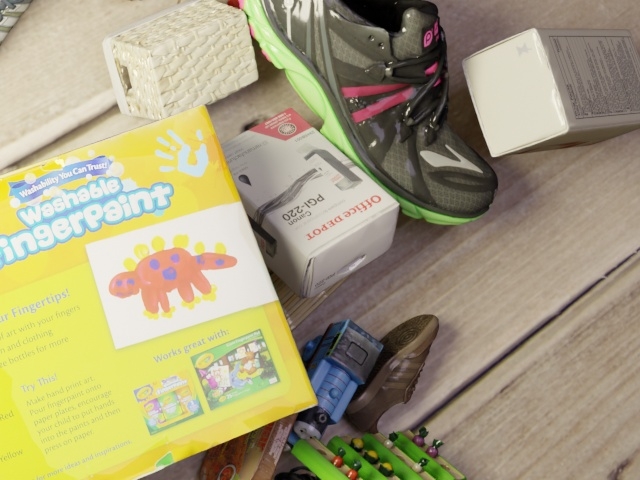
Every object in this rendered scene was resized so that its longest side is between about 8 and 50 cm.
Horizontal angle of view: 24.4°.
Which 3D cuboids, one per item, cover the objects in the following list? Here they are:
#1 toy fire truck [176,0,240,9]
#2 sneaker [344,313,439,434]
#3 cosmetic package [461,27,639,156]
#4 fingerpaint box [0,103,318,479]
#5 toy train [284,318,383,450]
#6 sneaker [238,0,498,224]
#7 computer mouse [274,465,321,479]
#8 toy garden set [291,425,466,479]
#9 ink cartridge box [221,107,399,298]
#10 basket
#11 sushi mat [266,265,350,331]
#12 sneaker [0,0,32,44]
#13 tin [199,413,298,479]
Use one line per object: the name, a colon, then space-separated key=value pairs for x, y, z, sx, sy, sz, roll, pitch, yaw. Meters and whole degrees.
toy fire truck: x=-0.177 y=-0.338 z=1.960 sx=0.192 sy=0.047 sz=0.135 roll=-24 pitch=91 yaw=-29
sneaker: x=0.100 y=0.179 z=1.983 sx=0.188 sy=0.066 sz=0.071 roll=-44 pitch=116 yaw=-23
cosmetic package: x=0.344 y=-0.211 z=2.091 sx=0.296 sy=0.129 sz=0.153 roll=-8 pitch=80 yaw=-53
fingerpaint box: x=-0.283 y=0.095 z=1.678 sx=0.445 sy=0.163 sz=0.371 roll=-22 pitch=92 yaw=-15
toy train: x=0.002 y=0.188 z=1.895 sx=0.080 sy=0.105 sz=0.184 roll=38 pitch=64 yaw=-15
sneaker: x=0.093 y=-0.211 z=1.940 sx=0.483 sy=0.202 sz=0.185 roll=48 pitch=28 yaw=-22
computer mouse: x=0.092 y=0.341 z=1.876 sx=0.272 sy=0.188 sz=0.072 roll=23 pitch=91 yaw=-31
toy garden set: x=0.116 y=0.295 z=1.837 sx=0.244 sy=0.204 sz=0.049 roll=5 pitch=116 yaw=-52
ink cartridge box: x=-0.029 y=-0.049 z=1.886 sx=0.158 sy=0.092 sz=0.218 roll=-31 pitch=62 yaw=-29
basket: x=-0.174 y=-0.228 z=1.882 sx=0.167 sy=0.103 sz=0.113 roll=-28 pitch=122 yaw=-29
sushi mat: x=-0.079 y=0.058 z=1.933 sx=0.316 sy=0.019 sz=0.151 roll=-43 pitch=98 yaw=-29
sneaker: x=-0.412 y=-0.284 z=1.783 sx=0.111 sy=0.121 sz=0.300 roll=34 pitch=65 yaw=-16
tin: x=-0.085 y=0.245 z=1.835 sx=0.040 sy=0.106 sz=0.189 roll=37 pitch=64 yaw=-30
